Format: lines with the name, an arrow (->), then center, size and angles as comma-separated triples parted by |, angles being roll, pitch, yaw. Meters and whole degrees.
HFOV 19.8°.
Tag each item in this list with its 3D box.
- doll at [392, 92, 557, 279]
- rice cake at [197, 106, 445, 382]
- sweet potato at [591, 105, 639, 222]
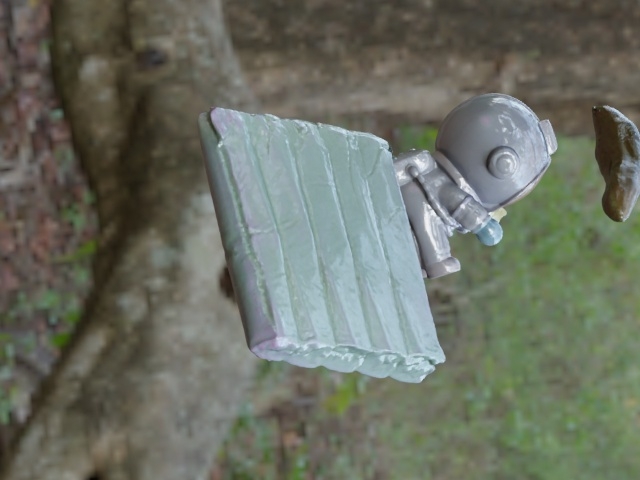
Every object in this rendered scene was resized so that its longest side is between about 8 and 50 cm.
doll -> 0.087, -0.030, 1.654 | 0.151, 0.287, 0.151 | 53, -4, 6
rice cake -> 0.000, 0.000, 1.246 | 0.189, 0.037, 0.198 | 9, 53, -43
sweet potato -> 0.317, -0.075, 1.929 | 0.182, 0.053, 0.054 | -87, 178, -50
